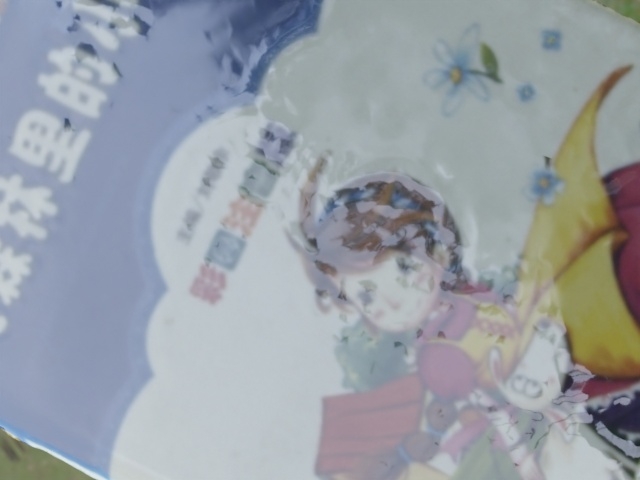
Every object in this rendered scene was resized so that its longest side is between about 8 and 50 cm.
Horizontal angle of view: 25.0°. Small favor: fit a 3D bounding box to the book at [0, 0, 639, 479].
[{"bbox_3d":[0.000,0.000,0.494,0.322,0.228,0.018,26,-173,2],"label":"book"}]
